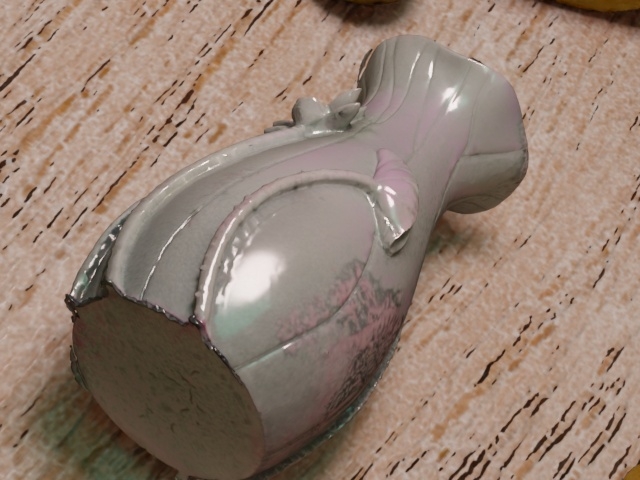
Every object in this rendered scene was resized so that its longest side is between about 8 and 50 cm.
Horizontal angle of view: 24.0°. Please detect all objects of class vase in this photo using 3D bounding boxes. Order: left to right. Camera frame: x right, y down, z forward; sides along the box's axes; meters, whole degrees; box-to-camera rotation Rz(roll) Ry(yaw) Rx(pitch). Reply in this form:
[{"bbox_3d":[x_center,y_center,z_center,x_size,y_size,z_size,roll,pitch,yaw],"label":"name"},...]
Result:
[{"bbox_3d":[0.000,0.000,1.278,0.250,0.250,0.445,38,50,9],"label":"vase"}]

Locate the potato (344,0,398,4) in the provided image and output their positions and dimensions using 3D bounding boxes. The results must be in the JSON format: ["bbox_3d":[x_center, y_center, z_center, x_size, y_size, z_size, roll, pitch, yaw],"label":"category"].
[{"bbox_3d":[0.047,-0.313,1.563,0.137,0.137,0.176,-3,37,-20],"label":"potato"}]

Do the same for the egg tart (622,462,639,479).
[{"bbox_3d":[0.348,0.278,1.272,0.241,0.106,0.241,7,56,-10],"label":"egg tart"}]

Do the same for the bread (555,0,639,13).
[{"bbox_3d":[0.283,-0.339,1.643,0.261,0.147,0.160,17,60,-24],"label":"bread"}]
